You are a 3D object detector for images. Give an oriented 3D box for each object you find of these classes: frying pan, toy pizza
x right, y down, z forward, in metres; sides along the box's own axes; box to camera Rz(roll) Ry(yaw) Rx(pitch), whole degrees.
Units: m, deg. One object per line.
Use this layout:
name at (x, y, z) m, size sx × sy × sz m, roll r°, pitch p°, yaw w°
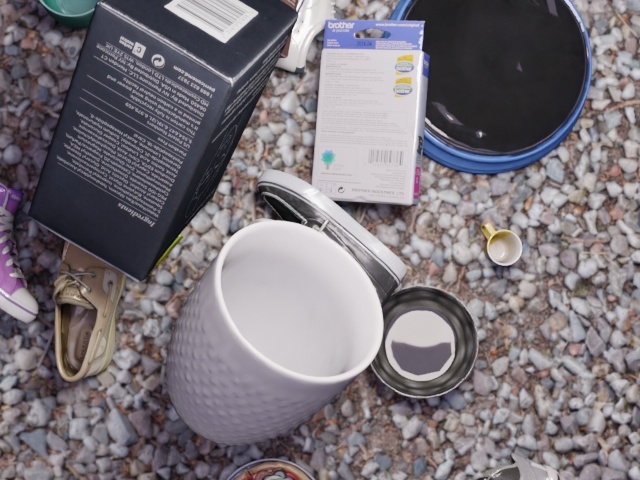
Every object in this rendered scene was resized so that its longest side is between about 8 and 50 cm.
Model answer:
frying pan at (0.114, 0.161, 1.588) m, size 0.326 × 0.053 × 0.197 m, roll 15°, pitch 78°, yaw 7°
toy pizza at (-0.087, 0.479, 1.561) m, size 0.201 × 0.032 × 0.201 m, roll 0°, pitch 86°, yaw -4°

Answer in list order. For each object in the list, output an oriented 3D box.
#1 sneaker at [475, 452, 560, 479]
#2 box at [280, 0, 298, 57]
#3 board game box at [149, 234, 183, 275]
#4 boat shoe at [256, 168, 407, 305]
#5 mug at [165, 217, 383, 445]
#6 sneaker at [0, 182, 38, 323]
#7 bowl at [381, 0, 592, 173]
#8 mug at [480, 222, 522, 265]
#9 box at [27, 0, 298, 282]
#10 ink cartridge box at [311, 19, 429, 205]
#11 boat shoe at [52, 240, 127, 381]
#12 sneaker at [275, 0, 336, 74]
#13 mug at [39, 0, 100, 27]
sneaker at (0.312, 0.476, 1.572) m, size 0.132 × 0.086 × 0.229 m, roll 27°, pitch 74°, yaw 3°
box at (-0.131, -0.515, 1.545) m, size 0.191 × 0.143 × 0.382 m, roll 7°, pitch 86°, yaw 27°
board game box at (-0.338, -0.032, 1.575) m, size 0.181 × 0.043 × 0.092 m, roll 41°, pitch 85°, yaw 0°
boat shoe at (-0.001, 0.001, 1.552) m, size 0.306 × 0.113 × 0.105 m, roll 40°, pitch 70°, yaw -1°
mug at (-0.104, 0.135, 1.451) m, size 0.276 × 0.328 × 0.374 m, roll 14°, pitch 49°, yaw -25°
sneaker at (-0.544, -0.002, 1.532) m, size 0.161 × 0.102 × 0.282 m, roll -42°, pitch 90°, yaw -9°
bowl at (0.300, -0.316, 1.624) m, size 0.390 × 0.077 × 0.391 m, roll 0°, pitch 86°, yaw -4°
mug at (0.319, 0.007, 1.607) m, size 0.062 × 0.064 × 0.078 m, roll -2°, pitch 86°, yaw -4°
box at (-0.238, -0.192, 1.381) m, size 0.212 × 0.293 × 0.395 m, roll 30°, pitch 125°, yaw -1°
ink cartridge box at (0.087, -0.220, 1.559) m, size 0.185 × 0.065 × 0.311 m, roll 5°, pitch 96°, yaw 21°
boat shoe at (-0.393, 0.085, 1.512) m, size 0.109 × 0.098 × 0.303 m, roll 7°, pitch 95°, yaw 10°
sneaker at (-0.012, -0.417, 1.611) m, size 0.091 × 0.094 × 0.258 m, roll 27°, pitch 93°, yaw -11°
mug at (-0.410, -0.432, 1.571) m, size 0.157 × 0.097 × 0.130 m, roll 16°, pitch 84°, yaw -3°
